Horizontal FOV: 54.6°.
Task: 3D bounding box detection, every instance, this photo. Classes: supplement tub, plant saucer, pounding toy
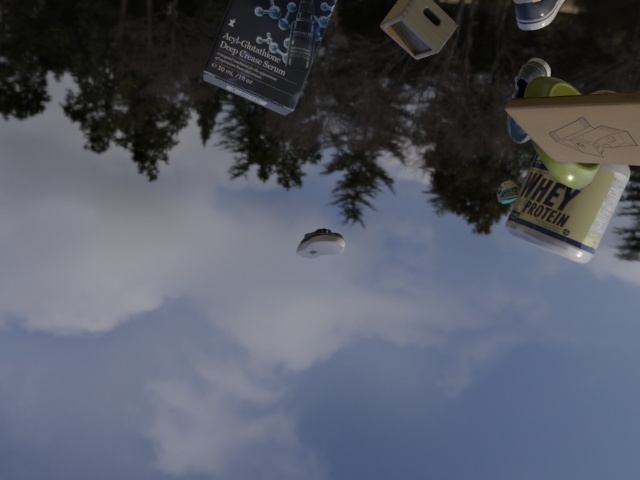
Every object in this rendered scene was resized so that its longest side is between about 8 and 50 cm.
[{"bbox_3d":[0.649,-0.127,1.615,0.235,0.325,0.235,21,-173,-3],"label":"supplement tub"},{"bbox_3d":[0.491,-0.221,1.225,0.240,0.241,0.037,-13,173,-41],"label":"plant saucer"},{"bbox_3d":[0.217,-0.446,1.290,0.141,0.100,0.130,36,178,-18],"label":"pounding toy"}]

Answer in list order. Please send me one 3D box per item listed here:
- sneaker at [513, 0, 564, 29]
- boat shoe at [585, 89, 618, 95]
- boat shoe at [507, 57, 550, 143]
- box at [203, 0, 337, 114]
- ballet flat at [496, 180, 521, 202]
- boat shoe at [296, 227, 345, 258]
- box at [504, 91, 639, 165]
[{"bbox_3d":[0.574,-0.671,1.568,0.126,0.128,0.321,4,-132,34],"label":"sneaker"},{"bbox_3d":[0.662,-0.317,1.492,0.189,0.068,0.072,-10,-149,-16],"label":"boat shoe"},{"bbox_3d":[0.633,-0.419,1.952,0.116,0.320,0.099,35,-117,25],"label":"boat shoe"},{"bbox_3d":[-0.156,-0.630,1.918,0.293,0.396,0.212,21,-177,-13],"label":"box"},{"bbox_3d":[0.564,-0.148,1.872,0.070,0.070,0.188,9,179,5],"label":"ballet flat"},{"bbox_3d":[0.000,0.000,1.029,0.049,0.040,0.142,26,162,-21],"label":"boat shoe"},{"bbox_3d":[0.389,-0.154,0.882,0.164,0.021,0.201,32,167,-37],"label":"box"}]
